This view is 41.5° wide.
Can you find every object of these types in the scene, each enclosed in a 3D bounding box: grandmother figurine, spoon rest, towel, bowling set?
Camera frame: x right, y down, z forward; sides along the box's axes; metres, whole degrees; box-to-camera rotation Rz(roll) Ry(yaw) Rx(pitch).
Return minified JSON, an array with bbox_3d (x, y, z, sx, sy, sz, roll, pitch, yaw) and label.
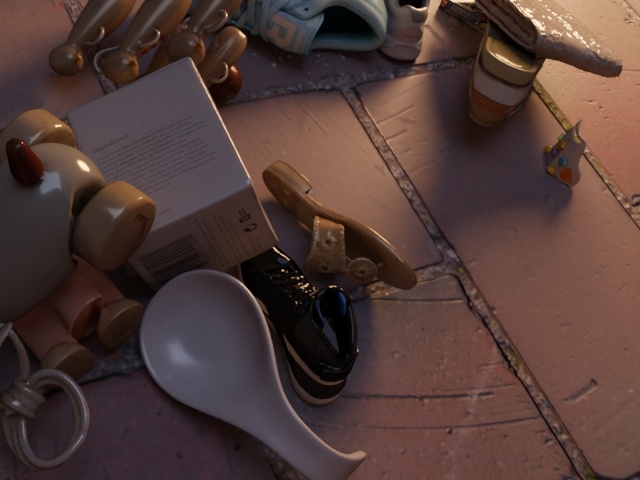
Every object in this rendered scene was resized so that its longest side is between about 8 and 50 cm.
[{"bbox_3d":[-0.333,-0.015,0.887,0.342,0.104,0.208,43,59,13],"label":"grandmother figurine"},{"bbox_3d":[-0.073,0.144,0.861,0.276,0.084,0.137,42,92,11],"label":"spoon rest"},{"bbox_3d":[0.332,-0.347,1.309,0.187,0.049,0.282,8,35,-29],"label":"towel"},{"bbox_3d":[-0.177,-0.212,1.054,0.287,0.200,0.154,12,64,44],"label":"bowling set"}]

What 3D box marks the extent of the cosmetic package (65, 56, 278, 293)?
[{"bbox_3d":[-0.159,-0.066,0.926,0.151,0.151,0.184,-25,65,-4],"label":"cosmetic package"}]

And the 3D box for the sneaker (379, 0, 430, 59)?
[{"bbox_3d":[0.132,-0.396,1.319,0.090,0.115,0.232,2,55,-19],"label":"sneaker"}]

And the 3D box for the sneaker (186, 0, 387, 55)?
[{"bbox_3d":[-0.064,-0.339,1.198,0.365,0.135,0.150,-3,53,-20],"label":"sneaker"}]

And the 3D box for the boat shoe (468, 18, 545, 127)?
[{"bbox_3d":[0.275,-0.258,1.278,0.113,0.103,0.302,29,31,9],"label":"boat shoe"}]

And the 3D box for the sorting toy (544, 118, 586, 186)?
[{"bbox_3d":[0.367,-0.137,1.239,0.044,0.075,0.083,13,52,-10],"label":"sorting toy"}]

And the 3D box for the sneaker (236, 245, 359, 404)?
[{"bbox_3d":[-0.018,0.060,0.931,0.079,0.121,0.217,-15,62,-29],"label":"sneaker"}]

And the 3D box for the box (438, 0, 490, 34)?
[{"bbox_3d":[0.267,-0.414,1.437,0.094,0.027,0.137,30,51,2],"label":"box"}]

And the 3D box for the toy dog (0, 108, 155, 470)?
[{"bbox_3d":[-0.293,0.030,0.739,0.220,0.161,0.334,14,79,13],"label":"toy dog"}]

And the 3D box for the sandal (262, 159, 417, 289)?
[{"bbox_3d":[0.000,0.003,1.015,0.240,0.088,0.079,41,66,21],"label":"sandal"}]
